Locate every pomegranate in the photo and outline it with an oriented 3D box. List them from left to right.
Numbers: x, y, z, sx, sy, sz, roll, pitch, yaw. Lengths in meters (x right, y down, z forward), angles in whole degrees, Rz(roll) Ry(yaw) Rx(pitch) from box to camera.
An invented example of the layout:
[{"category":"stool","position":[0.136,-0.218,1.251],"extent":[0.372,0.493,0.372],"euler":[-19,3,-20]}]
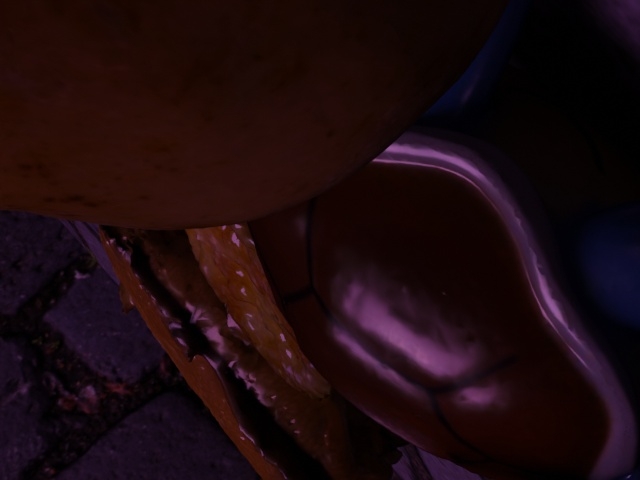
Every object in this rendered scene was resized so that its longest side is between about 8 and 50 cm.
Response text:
[{"category":"pomegranate","position":[-0.072,-0.142,0.712],"extent":[0.307,0.307,0.307],"euler":[49,169,13]}]

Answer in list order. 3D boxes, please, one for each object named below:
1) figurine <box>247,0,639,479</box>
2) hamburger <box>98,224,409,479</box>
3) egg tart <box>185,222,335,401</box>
[{"category":"figurine","position":[0.079,0.013,0.917],"extent":[0.298,0.243,0.416],"euler":[55,-166,-70]},{"category":"hamburger","position":[-0.040,0.056,1.476],"extent":[0.304,0.174,0.284],"euler":[47,-179,-3]},{"category":"egg tart","position":[0.000,0.000,1.194],"extent":[0.294,0.123,0.294],"euler":[46,162,20]}]
